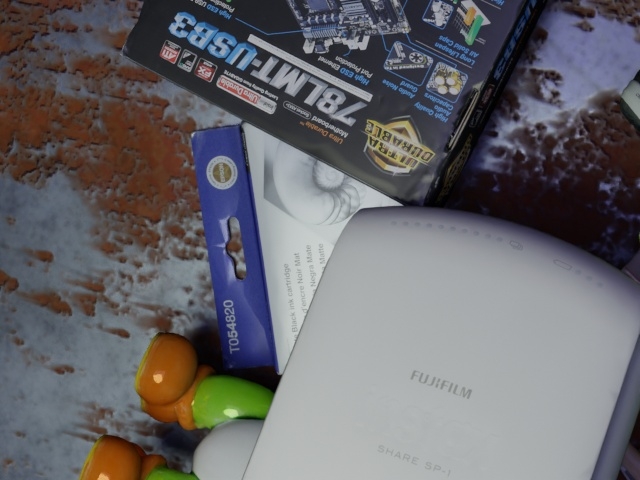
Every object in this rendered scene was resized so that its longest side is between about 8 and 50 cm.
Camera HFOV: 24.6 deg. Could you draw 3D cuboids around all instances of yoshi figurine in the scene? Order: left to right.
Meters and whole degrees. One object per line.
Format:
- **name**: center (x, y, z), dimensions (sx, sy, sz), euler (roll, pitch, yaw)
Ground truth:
- **yoshi figurine**: center (-0.005, 0.211, 1.183), dimensions (0.362, 0.203, 0.203), euler (25, 116, 7)

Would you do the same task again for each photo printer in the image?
- **photo printer**: center (0.092, 0.130, 1.061), dimensions (0.256, 0.107, 0.307), euler (18, 77, 19)

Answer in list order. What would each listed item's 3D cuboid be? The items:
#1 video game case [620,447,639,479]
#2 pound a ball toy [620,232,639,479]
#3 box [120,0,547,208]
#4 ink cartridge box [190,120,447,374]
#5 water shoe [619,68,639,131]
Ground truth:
- **video game case**: center (0.370, 0.203, 1.191), dimensions (0.190, 0.022, 0.173), euler (-36, 86, 16)
- **pound a ball toy**: center (0.310, 0.101, 1.140), dimensions (0.319, 0.136, 0.208), euler (43, 128, 16)
- **box**: center (0.027, -0.214, 1.171), dimensions (0.295, 0.073, 0.293), euler (28, 101, 17)
- **ink cartridge box**: center (0.000, 0.000, 1.255), dimensions (0.224, 0.045, 0.223), euler (-7, 95, 16)
- **water shoe**: center (0.329, -0.071, 1.144), dimensions (0.203, 0.073, 0.080), euler (41, 98, 5)
